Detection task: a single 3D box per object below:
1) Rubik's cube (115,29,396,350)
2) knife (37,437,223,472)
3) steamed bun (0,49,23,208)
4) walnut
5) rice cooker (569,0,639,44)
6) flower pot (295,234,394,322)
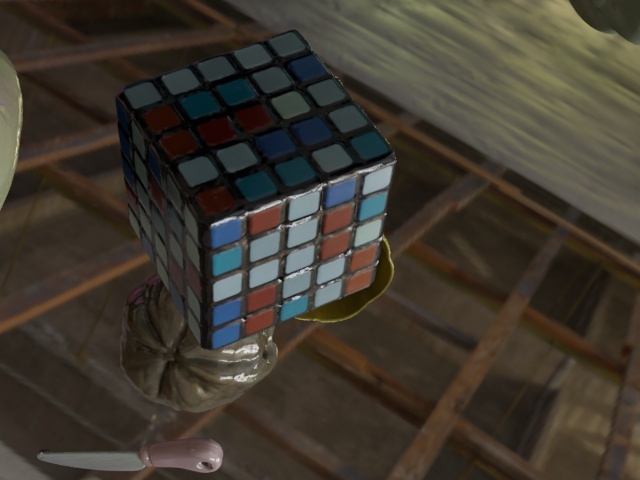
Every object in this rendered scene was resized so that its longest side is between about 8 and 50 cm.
[{"bbox_3d":[-0.061,-0.044,0.965,0.187,0.184,0.182,-22,-124,-19],"label":"Rubik's cube"},{"bbox_3d":[-0.327,0.375,1.878,0.335,0.081,0.043,-4,-130,16],"label":"knife"},{"bbox_3d":[-0.591,-0.156,1.462,0.371,0.289,0.456,30,-132,-40],"label":"steamed bun"},{"bbox_3d":[-0.149,0.115,1.377,0.224,0.224,0.224,24,-158,-10],"label":"walnut"},{"bbox_3d":[0.267,-0.280,0.710,0.276,0.289,0.288,-12,-152,-1],"label":"rice cooker"},{"bbox_3d":[0.000,0.000,1.672,0.195,0.195,0.179,17,-149,-26],"label":"flower pot"}]
